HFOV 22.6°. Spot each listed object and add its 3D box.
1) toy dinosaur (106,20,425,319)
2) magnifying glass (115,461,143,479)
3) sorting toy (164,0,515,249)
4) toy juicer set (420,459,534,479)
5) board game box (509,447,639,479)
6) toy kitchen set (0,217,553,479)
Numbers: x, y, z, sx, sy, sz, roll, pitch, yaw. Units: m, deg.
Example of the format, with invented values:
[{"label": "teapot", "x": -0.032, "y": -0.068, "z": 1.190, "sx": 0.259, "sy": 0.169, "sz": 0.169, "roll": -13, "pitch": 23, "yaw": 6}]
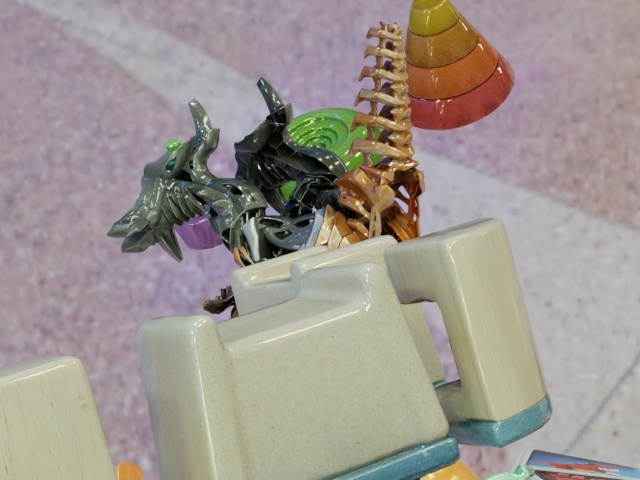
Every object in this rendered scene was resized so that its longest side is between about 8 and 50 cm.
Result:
[{"label": "toy dinosaur", "x": 0.000, "y": 0.000, "z": 1.120, "sx": 0.218, "sy": 0.322, "sz": 0.164, "roll": 35, "pitch": 13, "yaw": 26}, {"label": "magnifying glass", "x": -0.184, "y": 0.253, "z": 1.254, "sx": 0.026, "sy": 0.231, "sz": 0.092, "roll": 13, "pitch": 41, "yaw": -22}, {"label": "sorting toy", "x": 0.007, "y": -0.129, "z": 1.499, "sx": 0.365, "sy": 0.126, "sz": 0.127, "roll": -29, "pitch": 39, "yaw": -10}, {"label": "toy juicer set", "x": 0.072, "y": 0.193, "z": 0.681, "sx": 0.209, "sy": 0.089, "sz": 0.329, "roll": 33, "pitch": 29, "yaw": -5}, {"label": "board game box", "x": 0.251, "y": 0.194, "z": 0.932, "sx": 0.305, "sy": 0.053, "sz": 0.193, "roll": 9, "pitch": 10, "yaw": 14}, {"label": "toy kitchen set", "x": -0.038, "y": 0.080, "z": 0.521, "sx": 0.207, "sy": 0.122, "sz": 0.166, "roll": -16, "pitch": 3, "yaw": -26}]
